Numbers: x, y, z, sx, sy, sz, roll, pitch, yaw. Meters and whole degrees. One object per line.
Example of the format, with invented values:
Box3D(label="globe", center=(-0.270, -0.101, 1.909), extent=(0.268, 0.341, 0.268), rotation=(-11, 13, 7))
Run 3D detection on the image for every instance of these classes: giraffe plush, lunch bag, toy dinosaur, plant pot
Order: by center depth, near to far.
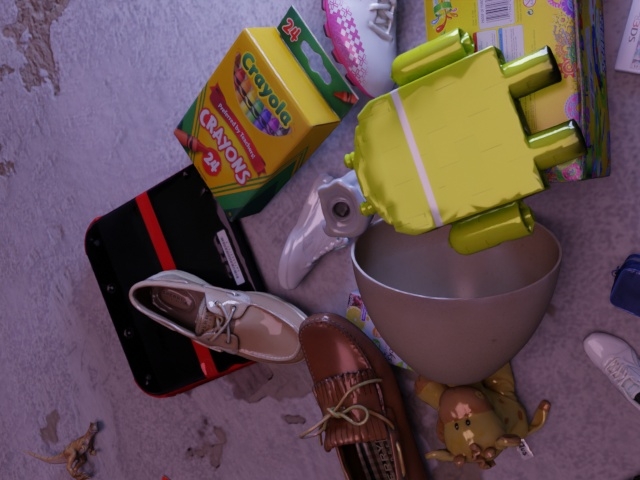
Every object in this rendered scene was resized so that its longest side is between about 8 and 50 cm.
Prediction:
Box3D(label="lunch bag", center=(0.448, 0.064, 1.007), extent=(0.098, 0.065, 0.067), rotation=(27, 123, 21))
Box3D(label="plant pot", center=(0.192, 0.091, 1.049), extent=(0.284, 0.284, 0.191), rotation=(9, 120, 27))
Box3D(label="giraffe plush", center=(0.225, 0.264, 1.084), extent=(0.210, 0.170, 0.181), rotation=(46, 113, 16))
Box3D(label="toy dinosaur", center=(-0.534, 0.460, 1.575), extent=(0.211, 0.064, 0.112), rotation=(-32, 62, 17))

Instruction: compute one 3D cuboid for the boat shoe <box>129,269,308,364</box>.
Box3D(label="boat shoe", center=(-0.174, 0.141, 1.269), extent=(0.340, 0.110, 0.122), rotation=(14, 98, 21))

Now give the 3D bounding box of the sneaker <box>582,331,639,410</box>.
Box3D(label="sneaker", center=(0.433, 0.189, 1.031), extent=(0.152, 0.061, 0.054), rotation=(45, 115, 18))

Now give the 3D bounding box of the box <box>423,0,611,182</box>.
Box3D(label="box", center=(0.266, -0.218, 0.951), extent=(0.176, 0.279, 0.290), rotation=(-2, 94, 28))

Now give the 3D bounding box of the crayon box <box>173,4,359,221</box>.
Box3D(label="crayon box", center=(-0.101, -0.204, 1.212), extent=(0.202, 0.081, 0.318), rotation=(56, 131, 12))

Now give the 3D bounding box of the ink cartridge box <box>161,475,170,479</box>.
Box3D(label="ink cartridge box", center=(-0.276, 0.577, 1.452), extent=(0.179, 0.045, 0.146), rotation=(27, 106, 20))

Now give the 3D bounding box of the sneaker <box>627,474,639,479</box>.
Box3D(label="sneaker", center=(0.515, 0.354, 0.995), extent=(0.271, 0.100, 0.108), rotation=(-41, 91, 28))

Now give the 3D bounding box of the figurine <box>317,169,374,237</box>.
Box3D(label="figurine", center=(0.117, -0.098, 1.085), extent=(0.214, 0.209, 0.092), rotation=(-21, 103, 32))

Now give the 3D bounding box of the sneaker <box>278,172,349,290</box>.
Box3D(label="sneaker", center=(0.000, 0.000, 1.233), extent=(0.094, 0.080, 0.212), rotation=(26, 106, 11))

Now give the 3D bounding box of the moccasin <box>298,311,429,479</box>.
Box3D(label="moccasin", center=(0.057, 0.297, 1.166), extent=(0.139, 0.147, 0.380), rotation=(-15, 96, 30))

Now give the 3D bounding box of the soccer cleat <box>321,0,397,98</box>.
Box3D(label="soccer cleat", center=(0.073, -0.389, 1.120), extent=(0.143, 0.116, 0.332), rotation=(-18, 85, 38))

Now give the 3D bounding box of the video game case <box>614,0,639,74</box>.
Box3D(label="video game case", center=(0.490, -0.284, 0.973), extent=(0.157, 0.019, 0.143), rotation=(18, 103, 25))

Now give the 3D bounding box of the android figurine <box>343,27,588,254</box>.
Box3D(label="android figurine", center=(0.150, -0.106, 0.834), extent=(0.272, 0.056, 0.248), rotation=(-23, 85, 28))

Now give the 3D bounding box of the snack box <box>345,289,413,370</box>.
Box3D(label="snack box", center=(0.109, 0.146, 1.207), extent=(0.141, 0.037, 0.100), rotation=(14, 103, 25))

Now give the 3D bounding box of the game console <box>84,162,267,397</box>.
Box3D(label="game console", center=(-0.268, 0.083, 1.396), extent=(0.341, 0.060, 0.387), rotation=(-25, 84, 21))
